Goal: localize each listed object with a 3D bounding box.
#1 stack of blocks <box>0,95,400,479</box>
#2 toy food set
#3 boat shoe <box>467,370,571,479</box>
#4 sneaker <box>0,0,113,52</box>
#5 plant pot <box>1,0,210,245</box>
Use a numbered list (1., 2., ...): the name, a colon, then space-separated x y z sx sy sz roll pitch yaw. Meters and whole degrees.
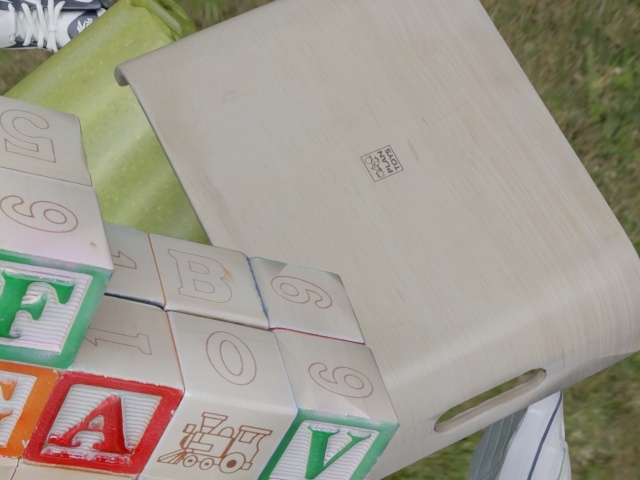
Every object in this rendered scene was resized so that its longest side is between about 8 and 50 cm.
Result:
1. stack of blocks: -0.127 0.043 0.472 0.297 0.171 0.087 13 33 -27
2. toy food set: 0.032 -0.025 0.835 0.219 0.092 0.306 -24 68 -13
3. boat shoe: 0.166 0.199 1.122 0.076 0.083 0.226 40 41 -4
4. sneaker: -0.340 -0.271 1.720 0.153 0.235 0.094 19 105 30
5. plant pot: -0.156 -0.041 1.037 0.254 0.276 0.276 -45 85 12
